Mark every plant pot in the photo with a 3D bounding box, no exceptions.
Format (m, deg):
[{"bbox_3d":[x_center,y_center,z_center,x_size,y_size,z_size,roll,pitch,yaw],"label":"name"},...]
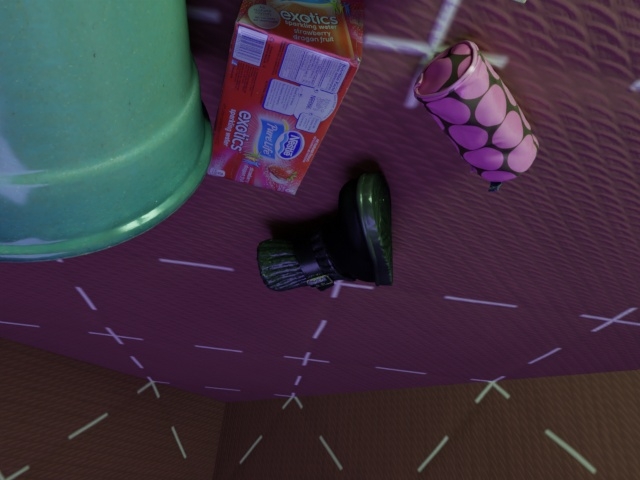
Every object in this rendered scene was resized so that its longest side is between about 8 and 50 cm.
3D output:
[{"bbox_3d":[-0.254,-0.216,0.391,0.342,0.340,0.334,10,142,-8],"label":"plant pot"}]

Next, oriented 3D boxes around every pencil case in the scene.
[{"bbox_3d":[0.200,-0.156,0.628,0.098,0.095,0.209,0,152,44],"label":"pencil case"}]

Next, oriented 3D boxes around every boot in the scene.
[{"bbox_3d":[0.000,0.004,0.897,0.261,0.131,0.348,0,151,10],"label":"boot"}]

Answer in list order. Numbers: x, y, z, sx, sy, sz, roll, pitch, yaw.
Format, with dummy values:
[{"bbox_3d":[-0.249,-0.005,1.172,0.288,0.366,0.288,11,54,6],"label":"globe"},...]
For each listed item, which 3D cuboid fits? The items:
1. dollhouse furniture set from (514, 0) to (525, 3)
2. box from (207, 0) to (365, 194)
[{"bbox_3d":[0.093,-0.278,0.379,0.129,0.183,0.129,11,120,-10],"label":"dollhouse furniture set"},{"bbox_3d":[-0.052,-0.180,0.588,0.128,0.122,0.257,13,150,-13],"label":"box"}]
